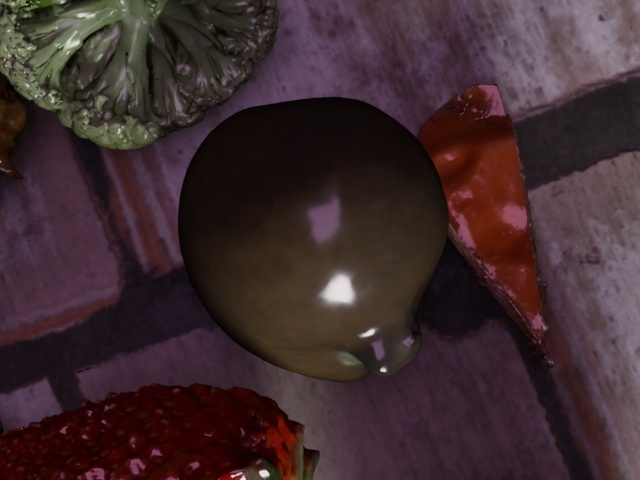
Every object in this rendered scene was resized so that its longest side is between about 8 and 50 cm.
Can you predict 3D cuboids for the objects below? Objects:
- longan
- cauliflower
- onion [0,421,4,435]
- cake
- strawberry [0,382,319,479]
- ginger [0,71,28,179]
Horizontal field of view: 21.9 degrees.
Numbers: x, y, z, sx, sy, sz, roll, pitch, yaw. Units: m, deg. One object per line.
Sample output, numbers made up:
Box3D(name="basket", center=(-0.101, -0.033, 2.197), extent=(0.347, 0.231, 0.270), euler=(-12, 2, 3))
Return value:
Box3D(name="longan", center=(0.000, 0.000, 1.542), extent=(0.243, 0.300, 0.300), euler=(-31, 82, -13))
Box3D(name="cauliflower", center=(-0.190, -0.235, 1.597), extent=(0.272, 0.250, 0.275), euler=(40, 51, 4))
Box3D(name="onion", center=(-0.365, 0.213, 1.611), extent=(0.118, 0.117, 0.118), euler=(3, 102, 13))
Box3D(name="cake", center=(0.163, -0.004, 1.637), extent=(0.135, 0.098, 0.287), euler=(-16, 76, -6))
Box3D(name="strawberry", center=(-0.175, 0.287, 1.520), extent=(0.351, 0.267, 0.312), euler=(-1, 104, 7))
Box3D(name="ginger", center=(-0.423, -0.044, 1.617), extent=(0.254, 0.176, 0.418), euler=(11, 76, 9))
